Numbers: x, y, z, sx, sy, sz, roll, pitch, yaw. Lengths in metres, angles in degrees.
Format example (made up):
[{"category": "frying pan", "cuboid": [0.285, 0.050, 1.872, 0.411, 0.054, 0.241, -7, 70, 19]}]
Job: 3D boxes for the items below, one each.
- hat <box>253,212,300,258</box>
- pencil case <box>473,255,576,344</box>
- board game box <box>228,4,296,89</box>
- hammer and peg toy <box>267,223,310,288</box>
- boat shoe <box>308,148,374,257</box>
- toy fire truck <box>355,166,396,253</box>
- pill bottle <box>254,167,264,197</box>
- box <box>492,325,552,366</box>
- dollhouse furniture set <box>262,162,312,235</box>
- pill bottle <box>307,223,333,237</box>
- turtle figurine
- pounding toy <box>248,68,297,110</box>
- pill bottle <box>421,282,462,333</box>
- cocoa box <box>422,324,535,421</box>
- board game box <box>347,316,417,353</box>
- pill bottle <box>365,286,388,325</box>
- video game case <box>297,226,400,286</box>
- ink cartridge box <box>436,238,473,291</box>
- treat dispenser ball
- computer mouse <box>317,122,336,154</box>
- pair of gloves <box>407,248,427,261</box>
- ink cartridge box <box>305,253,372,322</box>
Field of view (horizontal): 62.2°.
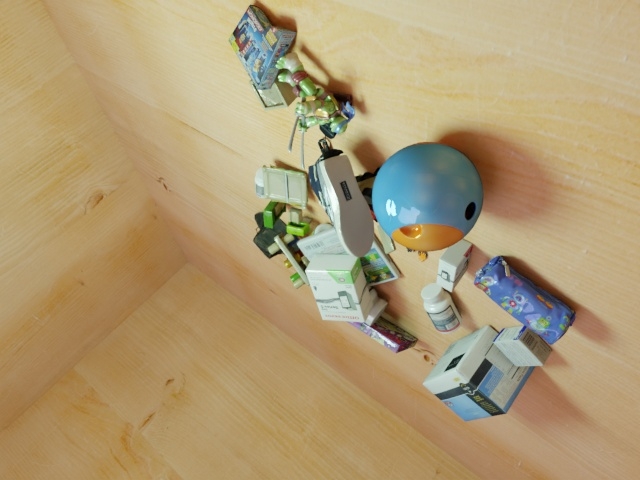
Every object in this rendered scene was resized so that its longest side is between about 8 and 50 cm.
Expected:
[{"category": "hat", "cuboid": [-0.250, 0.007, 2.650, 0.331, 0.134, 0.331, 36, 155, 20]}, {"category": "pencil case", "cuboid": [0.599, 0.167, 1.564, 0.306, 0.119, 0.133, 39, 145, 12]}, {"category": "board game box", "cuboid": [-0.166, -0.587, 1.572, 0.194, 0.060, 0.194, -38, 78, 42]}, {"category": "hammer and peg toy", "cuboid": [-0.119, 0.071, 2.395, 0.266, 0.127, 0.361, 55, -177, -4]}, {"category": "boat shoe", "cuboid": [0.062, -0.113, 1.679, 0.158, 0.127, 0.341, -1, 104, 68]}, {"category": "toy fire truck", "cuboid": [0.203, -0.092, 1.763, 0.246, 0.159, 0.217, 39, 158, -19]}, {"category": "pill bottle", "cuboid": [-0.244, -0.249, 2.285, 0.078, 0.078, 0.137, 38, 156, 13]}, {"category": "box", "cuboid": [0.683, 0.358, 1.799, 0.126, 0.072, 0.137, 46, 156, -4]}, {"category": "dollhouse furniture set", "cuboid": [-0.124, -0.195, 2.201, 0.197, 0.151, 0.302, 13, 128, 16]}, {"category": "pill bottle", "cuboid": [0.000, 0.000, 2.270, 0.103, 0.103, 0.184, 45, 157, -1]}, {"category": "turtle figurine", "cuboid": [-0.063, -0.391, 1.569, 0.274, 0.197, 0.266, -37, 79, 27]}, {"category": "pounding toy", "cuboid": [-0.159, -0.508, 1.726, 0.141, 0.100, 0.130, 4, 136, 41]}, {"category": "pill bottle", "cuboid": [0.443, 0.247, 1.959, 0.107, 0.108, 0.180, 9, 138, 53]}, {"category": "cocoa box", "cuboid": [0.588, 0.510, 2.002, 0.228, 0.231, 0.347, 40, 156, 8]}, {"category": "board game box", "cuboid": [0.254, 0.393, 2.427, 0.346, 0.208, 0.056, 29, 109, 29]}, {"category": "pill bottle", "cuboid": [0.150, 0.244, 2.356, 0.278, 0.162, 0.162, 37, 155, 17]}, {"category": "video game case", "cuboid": [0.110, 0.073, 2.139, 0.328, 0.036, 0.300, -20, 116, 37]}, {"category": "ink cartridge box", "cuboid": [0.428, 0.078, 1.701, 0.063, 0.109, 0.151, 29, 152, 25]}, {"category": "treat dispenser ball", "cuboid": [0.280, -0.114, 1.401, 0.288, 0.288, 0.288, 35, 155, 19]}, {"category": "computer mouse", "cuboid": [0.028, -0.347, 1.749, 0.071, 0.041, 0.242, 45, 164, 12]}, {"category": "pair of gloves", "cuboid": [0.343, 0.039, 1.899, 0.083, 0.010, 0.074, 38, 156, 15]}, {"category": "ink cartridge box", "cuboid": [0.080, 0.195, 2.149, 0.198, 0.115, 0.273, 0, 126, 26]}]
